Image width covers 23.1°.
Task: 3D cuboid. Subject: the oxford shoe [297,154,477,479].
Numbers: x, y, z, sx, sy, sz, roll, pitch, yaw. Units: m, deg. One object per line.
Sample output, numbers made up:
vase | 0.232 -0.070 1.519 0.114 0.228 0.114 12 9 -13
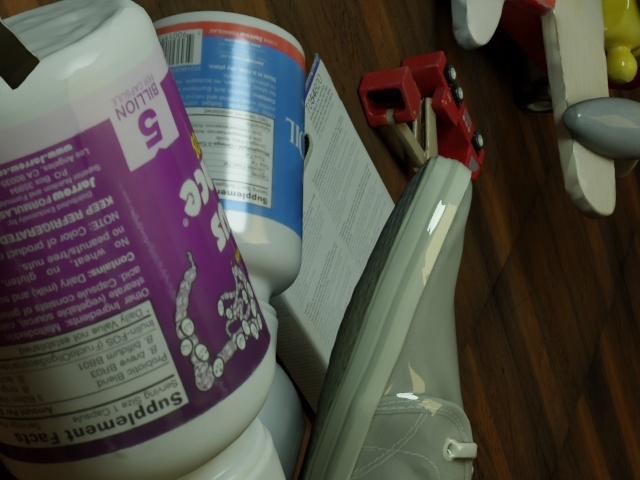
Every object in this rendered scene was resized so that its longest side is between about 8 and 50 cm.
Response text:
oxford shoe | 0.047 0.168 1.035 0.169 0.130 0.449 61 43 -88

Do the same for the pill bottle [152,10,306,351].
pill bottle | -0.072 -0.028 1.038 0.124 0.124 0.221 33 54 -58

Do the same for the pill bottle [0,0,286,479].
pill bottle | -0.122 0.033 0.859 0.169 0.169 0.301 -55 131 -56

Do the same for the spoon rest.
spoon rest | -0.068 0.192 1.018 0.276 0.084 0.137 -76 179 -46

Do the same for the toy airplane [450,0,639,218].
toy airplane | 0.291 -0.271 1.706 0.386 0.272 0.384 69 28 -25

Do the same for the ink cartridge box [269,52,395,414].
ink cartridge box | 0.000 0.000 1.271 0.224 0.045 0.223 62 31 -33

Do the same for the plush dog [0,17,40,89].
plush dog | -0.254 -0.088 0.601 0.225 0.210 0.262 -44 135 -33

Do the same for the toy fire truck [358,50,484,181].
toy fire truck | 0.103 -0.111 1.522 0.192 0.047 0.135 64 31 -35
